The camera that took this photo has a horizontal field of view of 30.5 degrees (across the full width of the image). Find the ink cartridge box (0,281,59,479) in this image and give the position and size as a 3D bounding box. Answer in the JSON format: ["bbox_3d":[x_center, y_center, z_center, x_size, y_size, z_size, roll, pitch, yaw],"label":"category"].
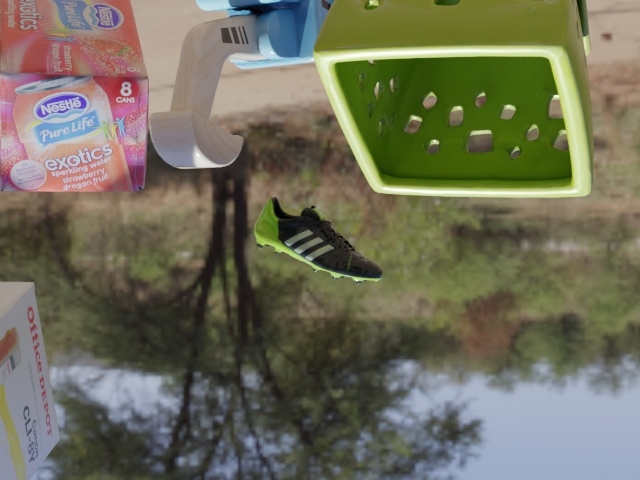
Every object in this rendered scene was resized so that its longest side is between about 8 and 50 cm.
[{"bbox_3d":[-0.515,0.248,1.623,0.160,0.279,0.384,-1,-160,9],"label":"ink cartridge box"}]

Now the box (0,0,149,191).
[{"bbox_3d":[-0.281,-0.186,1.309,0.154,0.142,0.300,0,-147,-15],"label":"box"}]

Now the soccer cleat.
[{"bbox_3d":[0.000,0.000,1.487,0.179,0.072,0.060,22,-169,14],"label":"soccer cleat"}]

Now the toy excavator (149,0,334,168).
[{"bbox_3d":[-0.114,-0.343,1.829,0.222,0.432,0.445,0,-172,34],"label":"toy excavator"}]

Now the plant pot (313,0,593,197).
[{"bbox_3d":[0.145,-0.185,1.111,0.227,0.207,0.228,2,148,20],"label":"plant pot"}]
